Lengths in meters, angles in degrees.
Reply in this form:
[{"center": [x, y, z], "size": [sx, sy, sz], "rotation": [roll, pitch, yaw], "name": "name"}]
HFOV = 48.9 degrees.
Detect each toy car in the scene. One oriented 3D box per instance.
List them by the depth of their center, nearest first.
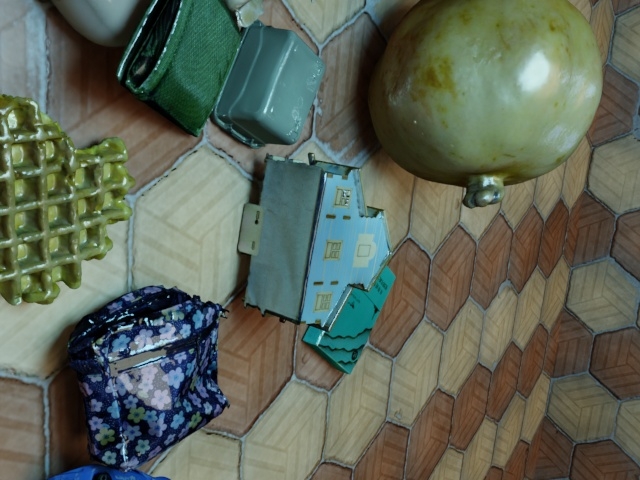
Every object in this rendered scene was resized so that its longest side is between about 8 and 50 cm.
[{"center": [-0.283, 0.333, 0.936], "size": [0.216, 0.103, 0.063], "rotation": [43, 27, -49], "name": "toy car"}]

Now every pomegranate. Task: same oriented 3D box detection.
[{"center": [0.278, -0.248, 1.237], "size": [0.412, 0.412, 0.411], "rotation": [-24, 121, -48], "name": "pomegranate"}]

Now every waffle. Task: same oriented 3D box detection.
[{"center": [-0.319, -0.055, 0.769], "size": [0.249, 0.056, 0.253], "rotation": [-53, 138, -29], "name": "waffle"}]

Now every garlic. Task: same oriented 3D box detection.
[{"center": [-0.078, -0.360, 0.943], "size": [0.174, 0.099, 0.124], "rotation": [-61, 139, -48], "name": "garlic"}]

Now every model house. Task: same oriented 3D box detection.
[{"center": [0.000, 0.000, 1.120], "size": [0.206, 0.178, 0.270], "rotation": [1, 98, -48], "name": "model house"}]

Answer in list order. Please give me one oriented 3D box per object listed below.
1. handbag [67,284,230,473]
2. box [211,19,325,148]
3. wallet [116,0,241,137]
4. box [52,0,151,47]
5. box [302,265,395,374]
[{"center": [-0.224, 0.168, 0.919], "size": [0.229, 0.127, 0.207], "rotation": [-21, 112, -49], "name": "handbag"}, {"center": [-0.068, -0.222, 1.021], "size": [0.124, 0.093, 0.172], "rotation": [29, 78, -54], "name": "box"}, {"center": [-0.160, -0.223, 0.851], "size": [0.160, 0.055, 0.236], "rotation": [-63, 174, 0], "name": "wallet"}, {"center": [-0.238, -0.310, 0.757], "size": [0.146, 0.088, 0.200], "rotation": [-55, 142, -28], "name": "box"}, {"center": [0.061, 0.129, 1.373], "size": [0.161, 0.042, 0.226], "rotation": [48, 64, -49], "name": "box"}]
